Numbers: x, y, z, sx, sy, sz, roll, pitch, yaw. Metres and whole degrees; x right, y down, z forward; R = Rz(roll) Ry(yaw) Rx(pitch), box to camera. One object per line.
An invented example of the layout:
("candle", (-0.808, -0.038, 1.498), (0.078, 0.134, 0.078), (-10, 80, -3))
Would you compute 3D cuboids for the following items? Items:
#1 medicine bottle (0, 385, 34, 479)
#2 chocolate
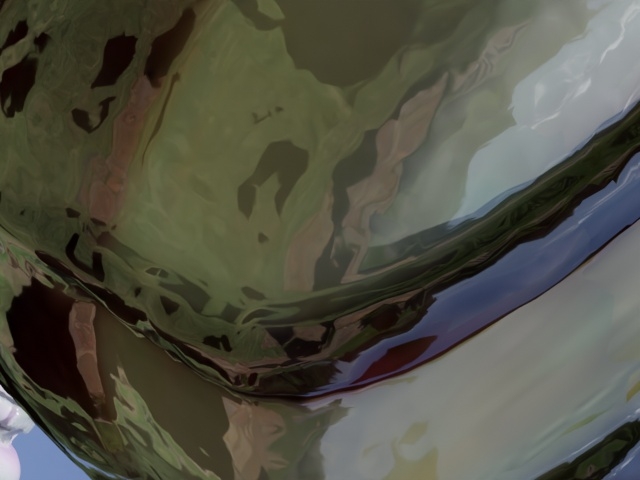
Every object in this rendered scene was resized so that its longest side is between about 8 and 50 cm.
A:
("medicine bottle", (-0.330, 0.121, 1.422), (0.302, 0.241, 0.241), (-50, -149, -5))
("chocolate", (0.033, -0.003, 0.538), (0.186, 0.283, 0.284), (52, -53, 45))
